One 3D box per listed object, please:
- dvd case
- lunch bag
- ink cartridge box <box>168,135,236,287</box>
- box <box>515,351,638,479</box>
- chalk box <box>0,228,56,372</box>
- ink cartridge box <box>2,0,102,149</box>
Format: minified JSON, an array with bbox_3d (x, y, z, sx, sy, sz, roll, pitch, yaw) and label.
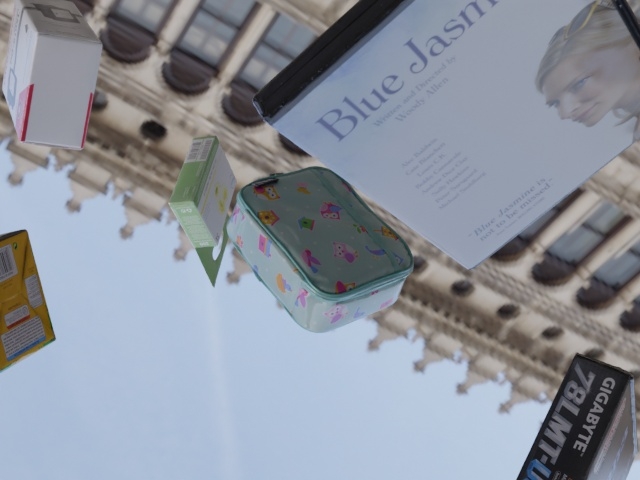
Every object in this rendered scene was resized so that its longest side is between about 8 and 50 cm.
[{"bbox_3d":[0.100,-0.080,0.569,0.253,0.180,0.022,31,-156,-51],"label":"dvd case"},{"bbox_3d":[0.000,0.000,1.565,0.224,0.108,0.279,-19,-124,-34],"label":"lunch bag"},{"bbox_3d":[-0.195,-0.050,1.818,0.235,0.056,0.171,67,-154,-44],"label":"ink cartridge box"},{"bbox_3d":[0.261,0.308,1.082,0.073,0.293,0.295,20,-110,26],"label":"box"},{"bbox_3d":[-0.417,0.079,1.048,0.132,0.213,0.132,-41,-61,-71],"label":"chalk box"},{"bbox_3d":[-0.419,-0.265,1.525,0.100,0.172,0.237,5,-156,-27],"label":"ink cartridge box"}]
